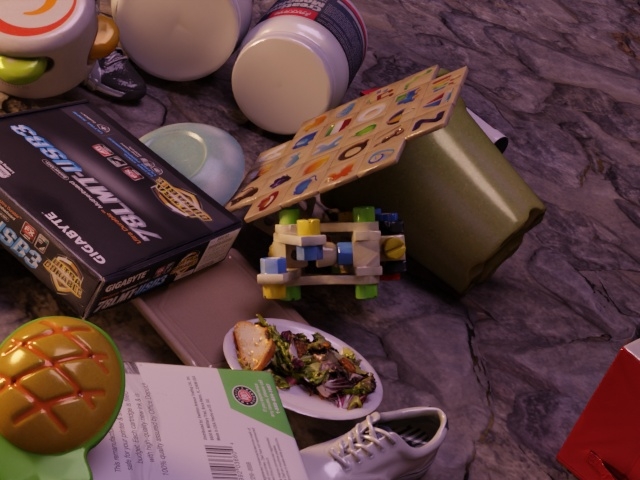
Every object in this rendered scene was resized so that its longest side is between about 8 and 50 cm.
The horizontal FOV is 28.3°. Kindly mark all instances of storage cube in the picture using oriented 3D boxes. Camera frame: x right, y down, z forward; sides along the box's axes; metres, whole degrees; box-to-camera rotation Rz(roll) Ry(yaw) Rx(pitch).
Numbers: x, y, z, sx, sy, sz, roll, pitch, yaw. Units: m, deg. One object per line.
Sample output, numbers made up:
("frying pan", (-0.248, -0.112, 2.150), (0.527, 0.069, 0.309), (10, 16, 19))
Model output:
("storage cube", (0.451, 0.237, 1.605), (0.215, 0.193, 0.183), (-15, 47, -46))

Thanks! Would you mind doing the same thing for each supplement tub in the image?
("supplement tub", (-0.034, -0.307, 2.144), (0.191, 0.191, 0.272), (24, 30, 1))
("supplement tub", (-0.229, -0.429, 2.162), (0.235, 0.235, 0.325), (17, 31, -10))

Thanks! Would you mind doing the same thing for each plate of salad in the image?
("plate of salad", (-0.016, 0.141, 1.492), (0.199, 0.048, 0.200), (18, 24, -8))

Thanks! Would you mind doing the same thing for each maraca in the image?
("maraca", (-0.244, 0.150, 1.137), (0.127, 0.099, 0.186), (8, 57, 0))

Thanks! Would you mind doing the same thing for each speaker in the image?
("speaker", (0.280, -0.203, 2.329), (0.055, 0.055, 0.136), (-11, 44, -44))

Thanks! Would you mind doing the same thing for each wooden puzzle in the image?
("wooden puzzle", (-0.130, 0.094, 1.596), (0.238, 0.044, 0.221), (-4, 39, -46))

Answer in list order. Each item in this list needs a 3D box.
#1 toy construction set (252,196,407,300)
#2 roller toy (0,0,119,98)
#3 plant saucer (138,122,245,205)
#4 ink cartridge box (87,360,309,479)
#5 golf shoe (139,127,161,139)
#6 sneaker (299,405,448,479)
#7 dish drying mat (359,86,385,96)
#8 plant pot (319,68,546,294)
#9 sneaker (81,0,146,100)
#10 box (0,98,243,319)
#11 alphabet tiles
("toy construction set", (0.000, 0.000, 1.719), (0.215, 0.151, 0.328), (-4, 19, -10))
("roller toy", (-0.428, -0.316, 1.898), (0.209, 0.146, 0.191), (-38, 69, -24))
("plant saucer", (-0.202, -0.104, 1.757), (0.194, 0.037, 0.195), (-5, 51, 7))
("ink cartridge box", (-0.174, 0.229, 1.261), (0.289, 0.122, 0.211), (7, 33, -23))
("golf shoe", (-0.225, -0.086, 1.811), (0.086, 0.069, 0.176), (-20, 46, -18))
("sneaker", (0.043, 0.238, 1.425), (0.258, 0.091, 0.094), (-14, 46, -46))
("dish drying mat", (0.109, -0.274, 2.371), (0.032, 0.008, 0.083), (38, 34, 25))
("plant pot", (0.184, -0.068, 1.878), (0.254, 0.276, 0.276), (44, 35, 13))
("sneaker", (-0.358, -0.324, 2.010), (0.228, 0.132, 0.086), (34, 32, 19))
("box", (-0.290, -0.052, 1.575), (0.295, 0.073, 0.293), (39, 27, 17))
("alphabet tiles", (0.034, -0.133, 1.700), (0.011, 0.342, 0.285), (58, 29, -21))
